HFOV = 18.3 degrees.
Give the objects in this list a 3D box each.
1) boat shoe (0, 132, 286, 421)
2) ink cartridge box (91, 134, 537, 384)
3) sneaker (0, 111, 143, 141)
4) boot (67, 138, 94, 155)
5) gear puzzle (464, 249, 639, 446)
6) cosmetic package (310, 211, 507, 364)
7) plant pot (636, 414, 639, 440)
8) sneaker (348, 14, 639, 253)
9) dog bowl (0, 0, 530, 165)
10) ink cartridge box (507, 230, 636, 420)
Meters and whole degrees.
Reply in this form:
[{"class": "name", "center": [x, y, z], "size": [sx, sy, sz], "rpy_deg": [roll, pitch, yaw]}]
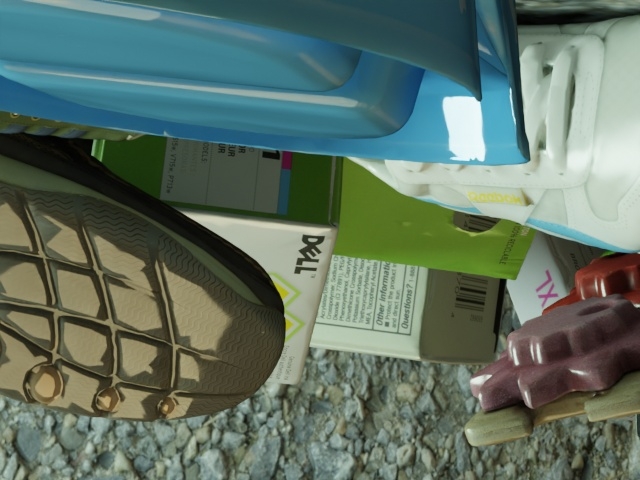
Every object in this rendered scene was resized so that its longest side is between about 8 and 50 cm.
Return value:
[{"class": "boat shoe", "center": [-0.172, -0.034, 0.924], "size": [0.355, 0.130, 0.132], "rpy_deg": [26, 130, -17]}, {"class": "ink cartridge box", "center": [0.000, 0.000, 1.097], "size": [0.255, 0.097, 0.189], "rpy_deg": [7, 149, -4]}, {"class": "sneaker", "center": [-0.108, -0.074, 0.817], "size": [0.086, 0.064, 0.192], "rpy_deg": [6, -176, 20]}, {"class": "boot", "center": [-0.219, -0.075, 1.148], "size": [0.176, 0.088, 0.244], "rpy_deg": [17, -174, 25]}, {"class": "gear puzzle", "center": [0.186, -0.009, 0.825], "size": [0.175, 0.044, 0.339], "rpy_deg": [-16, -171, 30]}, {"class": "cosmetic package", "center": [-0.031, -0.007, 1.328], "size": [0.296, 0.153, 0.129], "rpy_deg": [8, 178, 27]}, {"class": "plant pot", "center": [0.340, 0.047, 1.360], "size": [0.188, 0.187, 0.167], "rpy_deg": [8, 165, -26]}, {"class": "sneaker", "center": [0.078, -0.042, 0.742], "size": [0.092, 0.087, 0.229], "rpy_deg": [9, 176, -20]}, {"class": "dog bowl", "center": [-0.034, -0.069, 0.460], "size": [0.166, 0.074, 0.297], "rpy_deg": [6, 178, 11]}, {"class": "ink cartridge box", "center": [0.267, 0.049, 1.521], "size": [0.311, 0.185, 0.065], "rpy_deg": [6, 145, -40]}]
